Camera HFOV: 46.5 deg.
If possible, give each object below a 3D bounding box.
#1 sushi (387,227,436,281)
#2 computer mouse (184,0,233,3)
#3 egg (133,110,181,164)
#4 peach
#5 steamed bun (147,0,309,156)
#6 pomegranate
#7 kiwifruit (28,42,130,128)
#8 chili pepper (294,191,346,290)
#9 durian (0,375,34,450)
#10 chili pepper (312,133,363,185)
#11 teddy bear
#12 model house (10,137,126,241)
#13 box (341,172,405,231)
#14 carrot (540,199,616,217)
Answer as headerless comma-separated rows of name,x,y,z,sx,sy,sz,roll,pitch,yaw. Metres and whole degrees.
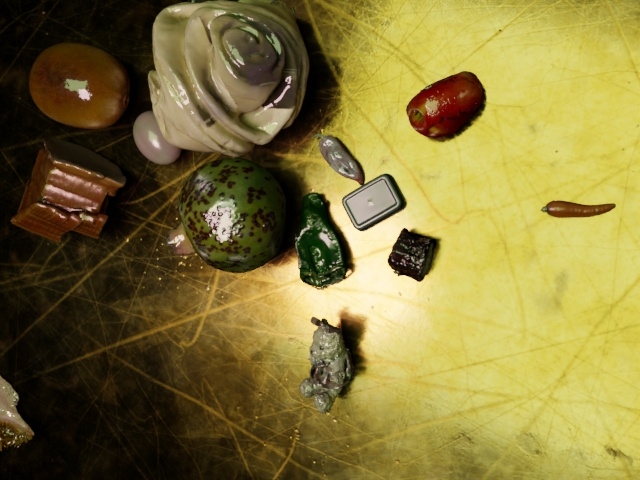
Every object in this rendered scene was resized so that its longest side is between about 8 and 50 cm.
sushi,0.190,0.028,1.555,0.084,0.098,0.094,21,78,14
computer mouse,-0.257,-0.450,1.691,0.137,0.096,0.233,22,102,22
egg,-0.377,-0.238,1.728,0.103,0.103,0.135,-35,83,16
peach,0.262,-0.272,1.518,0.172,0.127,0.092,-23,74,-8
steamed bun,-0.173,-0.355,1.526,0.346,0.237,0.394,39,80,-28
pomegranate,-0.201,-0.049,1.599,0.271,0.254,0.254,-22,83,1
kiwifruit,-0.556,-0.358,1.745,0.234,0.196,0.196,23,98,11
chili pepper,-0.001,0.001,1.629,0.108,0.062,0.216,-8,88,12
durian,-0.856,0.426,1.896,0.306,0.166,0.172,42,133,19
chili pepper,0.039,-0.179,1.622,0.153,0.041,0.050,52,147,11
teddy bear,0.027,0.257,1.592,0.133,0.111,0.213,38,127,52
model house,-0.603,-0.102,1.783,0.199,0.219,0.229,21,106,-24
box,0.112,-0.082,1.602,0.126,0.031,0.091,-29,82,18
carrot,0.507,-0.062,1.469,0.142,0.035,0.035,1,91,12
